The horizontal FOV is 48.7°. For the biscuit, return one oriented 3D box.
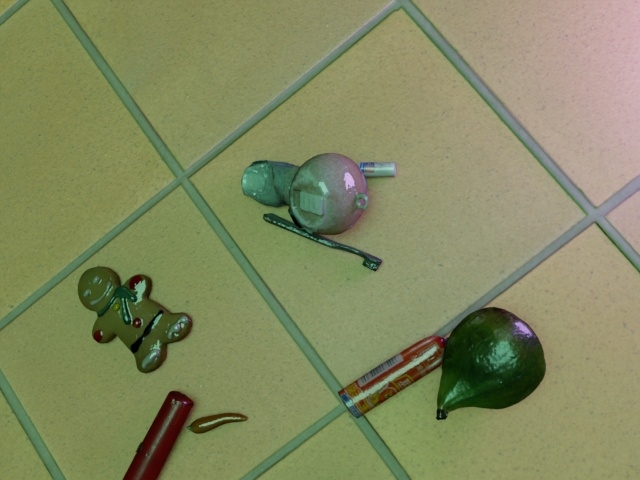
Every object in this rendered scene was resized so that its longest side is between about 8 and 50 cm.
[{"bbox_3d":[-0.461,0.172,1.672,0.302,0.049,0.197,39,89,15],"label":"biscuit"}]

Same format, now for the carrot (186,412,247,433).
[{"bbox_3d":[-0.235,0.410,1.597,0.142,0.035,0.035,-15,80,5],"label":"carrot"}]

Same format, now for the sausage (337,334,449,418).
[{"bbox_3d":[0.171,0.280,1.507,0.274,0.074,0.074,-34,77,5],"label":"sausage"}]

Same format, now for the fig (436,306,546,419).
[{"bbox_3d":[0.306,0.254,1.400,0.235,0.203,0.203,-27,77,-15],"label":"fig"}]

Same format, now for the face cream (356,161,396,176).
[{"bbox_3d":[0.104,-0.160,1.599,0.130,0.034,0.034,0,83,13],"label":"face cream"}]

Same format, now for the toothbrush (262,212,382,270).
[{"bbox_3d":[0.000,0.000,1.603,0.297,0.030,0.030,23,98,14],"label":"toothbrush"}]

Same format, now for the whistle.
[{"bbox_3d":[-0.027,-0.116,1.578,0.348,0.189,0.189,15,85,36],"label":"whistle"}]

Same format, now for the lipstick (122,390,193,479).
[{"bbox_3d":[-0.376,0.475,1.600,0.073,0.073,0.279,27,89,14],"label":"lipstick"}]
